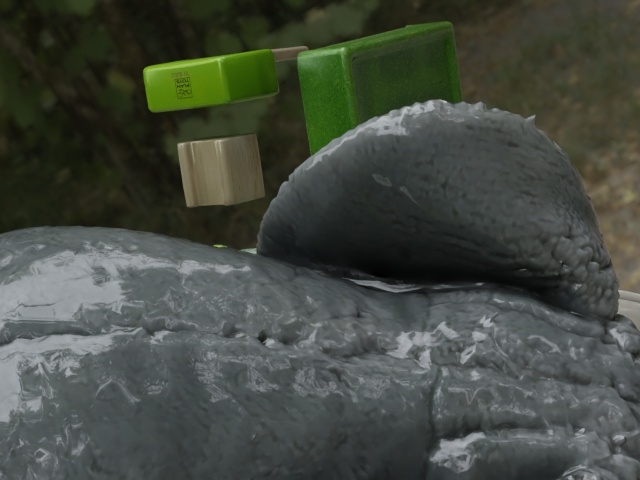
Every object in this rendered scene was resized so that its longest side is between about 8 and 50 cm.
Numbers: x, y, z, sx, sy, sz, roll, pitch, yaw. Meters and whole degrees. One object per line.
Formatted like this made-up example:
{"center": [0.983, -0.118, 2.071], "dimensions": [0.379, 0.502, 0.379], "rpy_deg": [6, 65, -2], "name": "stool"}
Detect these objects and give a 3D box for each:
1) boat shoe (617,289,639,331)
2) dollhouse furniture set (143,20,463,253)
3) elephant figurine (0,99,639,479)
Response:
{"center": [0.261, 0.088, 1.152], "dimensions": [0.065, 0.206, 0.075], "rpy_deg": [-76, 7, -84], "name": "boat shoe"}
{"center": [0.000, 0.000, 1.222], "dimensions": [0.198, 0.301, 0.151], "rpy_deg": [-3, 9, 35], "name": "dollhouse furniture set"}
{"center": [0.021, 0.050, 0.402], "dimensions": [0.240, 0.169, 0.186], "rpy_deg": [-11, 2, 12], "name": "elephant figurine"}
